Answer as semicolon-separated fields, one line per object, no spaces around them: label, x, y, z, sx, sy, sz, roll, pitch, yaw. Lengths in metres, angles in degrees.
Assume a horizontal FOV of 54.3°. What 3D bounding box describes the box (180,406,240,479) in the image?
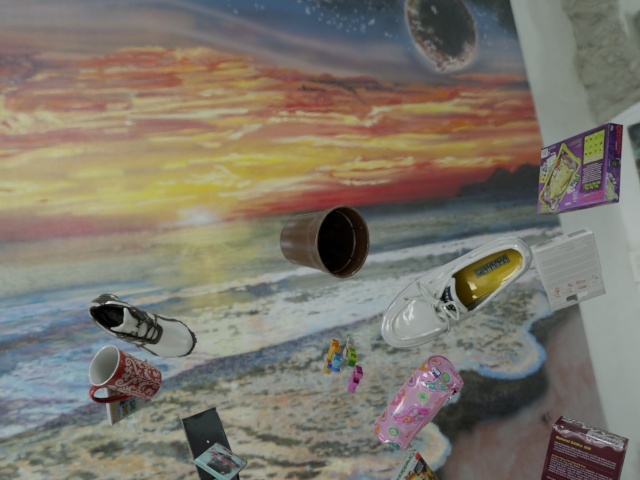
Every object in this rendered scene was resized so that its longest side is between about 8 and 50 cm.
box;-0.284;0.595;1.657;0.103;0.184;0.261;-19;-39;-19

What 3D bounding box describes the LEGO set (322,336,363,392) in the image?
LEGO set;0.054;0.356;1.780;0.087;0.093;0.227;19;14;-8

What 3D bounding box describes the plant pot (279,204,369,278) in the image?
plant pot;0.000;0.000;1.474;0.167;0.167;0.165;-5;5;-41

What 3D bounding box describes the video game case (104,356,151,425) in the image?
video game case;-0.557;0.435;1.804;0.019;0.157;0.143;17;27;34

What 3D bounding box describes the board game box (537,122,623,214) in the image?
board game box;0.720;-0.189;1.753;0.056;0.208;0.347;10;-4;-9

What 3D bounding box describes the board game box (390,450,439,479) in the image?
board game box;0.250;0.794;1.804;0.053;0.193;0.305;-21;20;48

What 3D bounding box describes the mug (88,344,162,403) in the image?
mug;-0.538;0.372;1.698;0.150;0.113;0.169;-31;-41;18

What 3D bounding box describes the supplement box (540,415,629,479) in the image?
supplement box;0.487;0.472;1.181;0.130;0.239;0.073;15;9;31

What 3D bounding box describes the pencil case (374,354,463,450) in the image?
pencil case;0.259;0.433;1.651;0.124;0.124;0.284;-2;-47;-52

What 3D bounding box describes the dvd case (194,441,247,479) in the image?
dvd case;-0.215;0.485;1.361;0.087;0.013;0.119;29;4;12

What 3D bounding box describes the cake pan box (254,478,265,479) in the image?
cake pan box;-0.216;0.711;1.445;0.267;0.246;0.070;-23;-19;11

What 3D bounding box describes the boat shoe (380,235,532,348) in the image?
boat shoe;0.269;0.119;1.281;0.367;0.136;0.156;-32;-6;18

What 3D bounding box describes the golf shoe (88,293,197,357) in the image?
golf shoe;-0.315;0.157;1.087;0.198;0.077;0.094;21;-4;-4

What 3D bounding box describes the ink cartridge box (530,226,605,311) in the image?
ink cartridge box;0.765;0.090;1.923;0.181;0.224;0.056;-20;24;6
